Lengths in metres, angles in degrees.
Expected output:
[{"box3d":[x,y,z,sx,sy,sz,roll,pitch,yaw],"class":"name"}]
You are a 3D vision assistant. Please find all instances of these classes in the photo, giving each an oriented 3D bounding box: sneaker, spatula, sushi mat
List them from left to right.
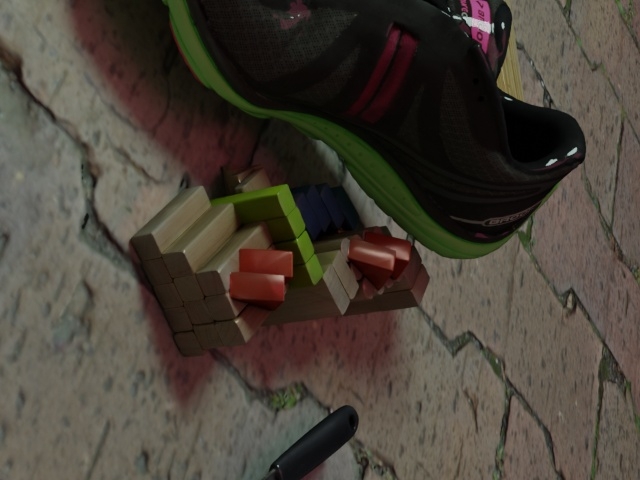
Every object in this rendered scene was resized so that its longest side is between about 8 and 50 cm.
[{"box3d":[-0.039,0.196,0.930,0.296,0.030,0.084,-35,113,-59],"class":"spatula"},{"box3d":[0.048,-0.167,0.996,0.483,0.202,0.185,32,35,-37],"class":"sneaker"},{"box3d":[0.224,-0.304,1.572,0.151,0.019,0.316,6,76,-58],"class":"sushi mat"}]

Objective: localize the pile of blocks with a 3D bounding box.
[{"box3d":[0.000,0.000,1.010,0.362,0.113,0.149,-7,87,-60],"class":"pile of blocks"}]
